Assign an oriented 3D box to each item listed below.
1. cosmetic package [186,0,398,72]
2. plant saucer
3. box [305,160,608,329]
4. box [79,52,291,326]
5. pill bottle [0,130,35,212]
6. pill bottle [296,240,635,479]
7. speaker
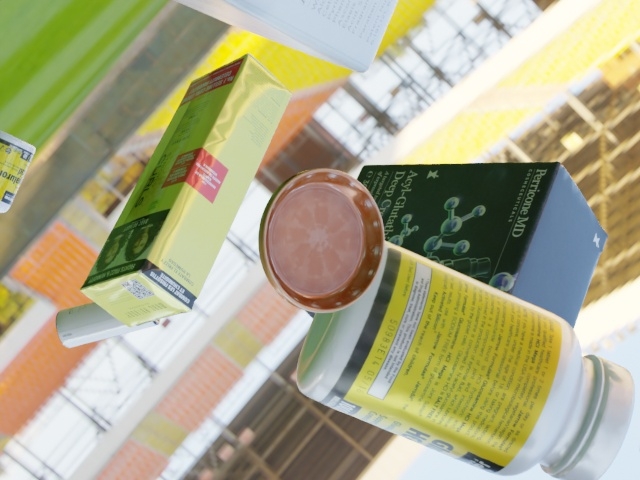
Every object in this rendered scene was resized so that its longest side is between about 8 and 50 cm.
[{"bbox_3d":[-0.094,-0.400,1.151,0.393,0.329,0.327,9,105,-66],"label":"cosmetic package"},{"bbox_3d":[0.000,0.000,0.676,0.083,0.083,0.013,-52,-154,-22],"label":"plant saucer"},{"bbox_3d":[0.215,0.049,1.903,0.395,0.212,0.293,2,-124,39],"label":"box"},{"bbox_3d":[-0.105,-0.043,0.949,0.087,0.058,0.232,-16,-139,45],"label":"box"},{"bbox_3d":[-0.395,-0.073,1.404,0.116,0.065,0.065,-66,-168,-3],"label":"pill bottle"},{"bbox_3d":[0.157,0.140,1.261,0.188,0.334,0.188,-157,-90,-85],"label":"pill bottle"},{"bbox_3d":[-0.290,0.106,1.602,0.136,0.055,0.055,-15,-162,9],"label":"speaker"}]
